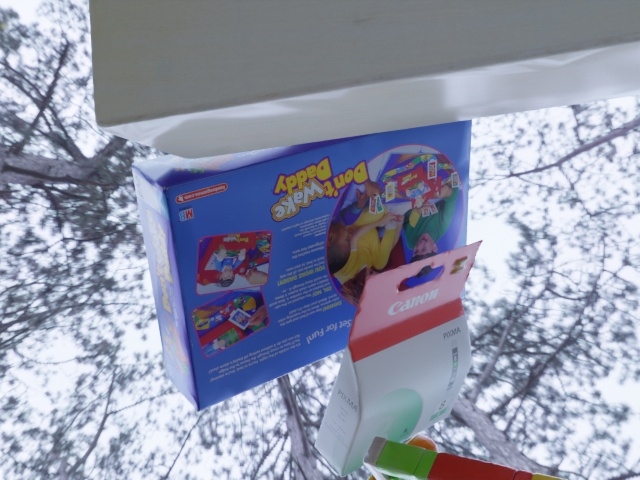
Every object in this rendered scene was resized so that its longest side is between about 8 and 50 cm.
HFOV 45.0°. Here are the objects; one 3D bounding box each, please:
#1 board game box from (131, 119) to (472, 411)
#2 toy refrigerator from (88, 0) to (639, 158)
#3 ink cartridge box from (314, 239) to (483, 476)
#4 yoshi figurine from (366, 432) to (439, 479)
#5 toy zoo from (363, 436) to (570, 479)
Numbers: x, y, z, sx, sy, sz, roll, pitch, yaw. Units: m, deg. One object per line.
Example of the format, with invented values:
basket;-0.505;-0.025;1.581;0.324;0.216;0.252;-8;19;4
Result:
board game box;0.000;0.000;0.794;0.347;0.078;0.233;-18;-61;-29
toy refrigerator;0.028;-0.110;0.391;0.270;0.102;0.094;-6;-95;18
ink cartridge box;0.096;0.120;0.799;0.181;0.056;0.224;-16;-46;-41
yoshi figurine;0.227;0.400;0.958;0.362;0.204;0.203;45;-70;22
toy zoo;0.198;0.257;0.662;0.192;0.293;0.030;55;-128;-33
